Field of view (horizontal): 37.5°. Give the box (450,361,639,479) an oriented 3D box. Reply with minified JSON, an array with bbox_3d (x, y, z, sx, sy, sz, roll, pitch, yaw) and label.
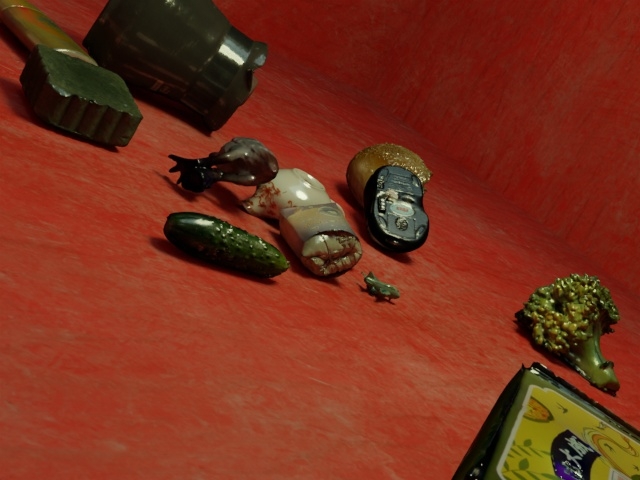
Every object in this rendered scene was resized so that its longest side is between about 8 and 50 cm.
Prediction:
[{"bbox_3d":[0.344,0.350,1.045,0.420,0.138,0.373,33,22,12],"label":"box"}]

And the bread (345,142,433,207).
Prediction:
[{"bbox_3d":[0.161,-0.152,2.278,0.192,0.171,0.314,36,15,5],"label":"bread"}]

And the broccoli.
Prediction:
[{"bbox_3d":[0.560,0.170,1.978,0.242,0.180,0.273,15,22,-47],"label":"broccoli"}]

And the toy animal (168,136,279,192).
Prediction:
[{"bbox_3d":[-0.155,-0.148,1.746,0.195,0.091,0.324,6,12,8],"label":"toy animal"}]

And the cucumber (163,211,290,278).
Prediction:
[{"bbox_3d":[-0.135,0.009,1.416,0.227,0.069,0.069,23,17,-34],"label":"cucumber"}]

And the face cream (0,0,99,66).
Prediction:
[{"bbox_3d":[-0.573,-0.419,1.942,0.139,0.067,0.285,15,21,-51],"label":"face cream"}]

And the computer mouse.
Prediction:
[{"bbox_3d":[0.161,-0.058,2.052,0.137,0.096,0.233,18,48,-14],"label":"computer mouse"}]

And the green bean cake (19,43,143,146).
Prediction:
[{"bbox_3d":[-0.418,-0.247,1.639,0.183,0.094,0.185,19,19,-38],"label":"green bean cake"}]

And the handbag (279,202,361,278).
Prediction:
[{"bbox_3d":[0.000,0.000,1.647,0.117,0.095,0.173,-9,28,-15],"label":"handbag"}]

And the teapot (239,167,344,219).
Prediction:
[{"bbox_3d":[-0.038,-0.070,1.802,0.245,0.116,0.159,26,4,-37],"label":"teapot"}]

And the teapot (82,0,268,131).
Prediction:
[{"bbox_3d":[-0.320,-0.421,2.106,0.361,0.306,0.376,35,-16,-16],"label":"teapot"}]

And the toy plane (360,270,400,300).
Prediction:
[{"bbox_3d":[0.107,0.085,1.689,0.083,0.033,0.080,33,13,-20],"label":"toy plane"}]
